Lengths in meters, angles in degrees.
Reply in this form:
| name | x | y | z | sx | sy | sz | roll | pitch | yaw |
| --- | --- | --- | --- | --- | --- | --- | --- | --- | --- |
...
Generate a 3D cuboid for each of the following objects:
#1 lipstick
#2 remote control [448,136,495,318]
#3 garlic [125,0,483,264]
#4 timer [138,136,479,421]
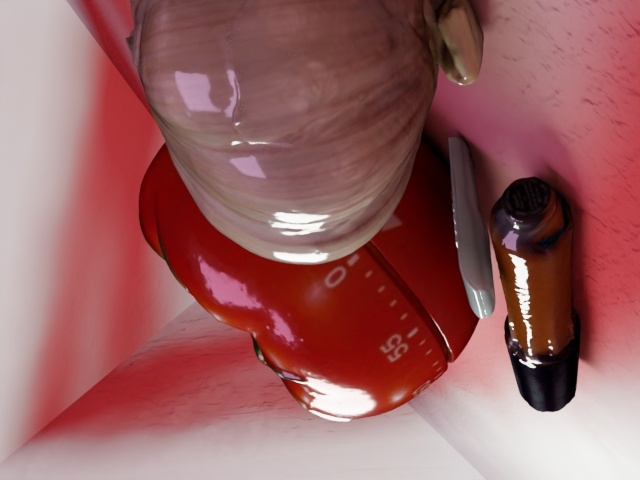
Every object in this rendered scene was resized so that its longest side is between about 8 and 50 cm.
| name | x | y | z | sx | sy | sz | roll | pitch | yaw |
| --- | --- | --- | --- | --- | --- | --- | --- | --- | --- |
| lipstick | 0.207 | 0.063 | 1.080 | 0.077 | 0.077 | 0.418 | 46 | 170 | 29 |
| remote control | 0.134 | -0.014 | 1.020 | 0.061 | 0.029 | 0.162 | 67 | -162 | -57 |
| garlic | -0.028 | -0.145 | 0.807 | 0.322 | 0.241 | 0.322 | 53 | -174 | -8 |
| timer | 0.000 | 0.000 | 1.204 | 0.378 | 0.279 | 0.378 | 46 | 173 | 8 |
